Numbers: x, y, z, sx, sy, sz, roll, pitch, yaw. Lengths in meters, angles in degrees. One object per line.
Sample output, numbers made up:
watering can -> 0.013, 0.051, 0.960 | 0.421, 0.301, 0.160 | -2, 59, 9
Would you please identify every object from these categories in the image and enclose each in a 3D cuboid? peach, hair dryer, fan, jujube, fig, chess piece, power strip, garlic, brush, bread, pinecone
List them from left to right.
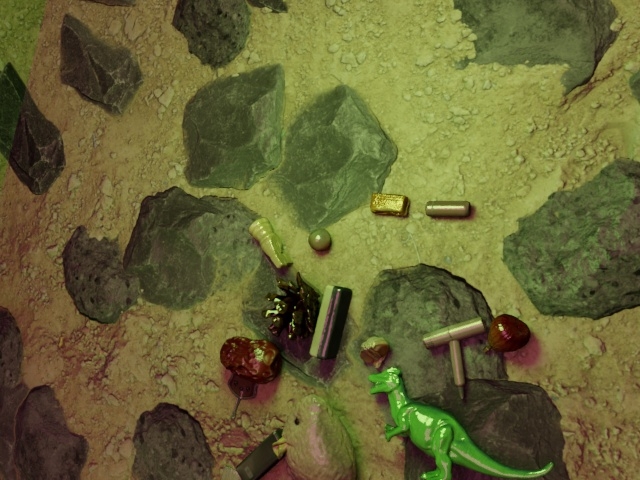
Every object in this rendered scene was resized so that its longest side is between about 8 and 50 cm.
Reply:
brush -> -0.348, 0.978, 2.057 | 0.090, 0.017, 0.315 | 12, 89, 26
fan -> -0.292, 0.552, 2.093 | 0.132, 0.009, 0.220 | 15, 88, 28
jujube -> -0.247, 0.416, 2.020 | 0.230, 0.155, 0.155 | 9, 87, 34
chess piece -> -0.177, 0.019, 2.070 | 0.090, 0.090, 0.200 | -41, 68, 14
pinecone -> -0.101, 0.233, 1.942 | 0.201, 0.202, 0.229 | -20, 87, 26
peach -> -0.002, 0.000, 1.997 | 0.083, 0.083, 0.083 | -4, 81, 24
power strip -> 0.033, 0.280, 1.926 | 0.070, 0.105, 0.257 | 12, 88, 27
garlic -> 0.172, 0.356, 1.868 | 0.113, 0.094, 0.074 | -44, 27, 19
bread -> 0.231, -0.122, 1.921 | 0.132, 0.053, 0.074 | 4, 81, 26
hair dryer -> 0.440, 0.366, 1.754 | 0.195, 0.053, 0.221 | -23, 75, 20
fig -> 0.539, 0.292, 1.684 | 0.119, 0.119, 0.153 | 42, 102, 24

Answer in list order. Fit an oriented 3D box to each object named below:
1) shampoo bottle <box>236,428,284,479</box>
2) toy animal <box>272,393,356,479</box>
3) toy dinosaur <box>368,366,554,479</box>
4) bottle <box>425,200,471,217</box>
shampoo bottle -> -0.180, 0.739, 1.975 | 0.246, 0.079, 0.080 | -45, 69, 13
toy animal -> -0.004, 0.686, 1.842 | 0.226, 0.188, 0.359 | -32, 72, 28
toy dinosaur -> 0.405, 0.543, 1.730 | 0.499, 0.144, 0.375 | -16, 64, 19
bottle -> 0.409, -0.101, 1.834 | 0.140, 0.053, 0.053 | 2, 84, 25
